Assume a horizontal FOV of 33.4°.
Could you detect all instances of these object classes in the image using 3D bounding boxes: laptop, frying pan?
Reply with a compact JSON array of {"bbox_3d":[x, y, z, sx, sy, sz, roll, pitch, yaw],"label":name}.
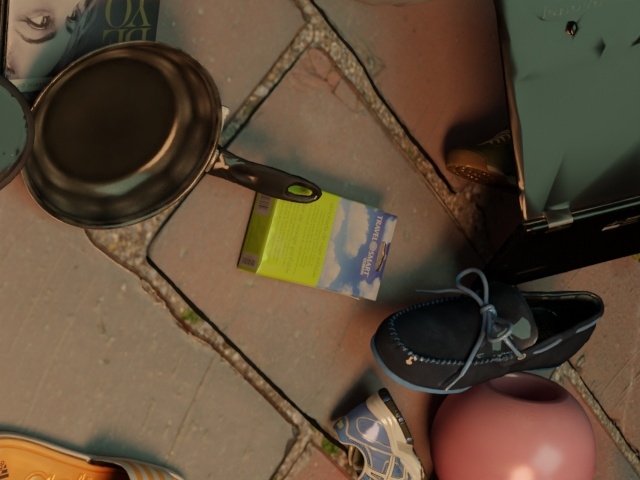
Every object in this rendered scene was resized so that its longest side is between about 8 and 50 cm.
[{"bbox_3d":[0.368,-0.139,1.270,0.382,0.408,0.236,-13,73,-10],"label":"laptop"},{"bbox_3d":[-0.130,-0.108,1.017,0.326,0.053,0.197,-11,129,-32],"label":"frying pan"}]

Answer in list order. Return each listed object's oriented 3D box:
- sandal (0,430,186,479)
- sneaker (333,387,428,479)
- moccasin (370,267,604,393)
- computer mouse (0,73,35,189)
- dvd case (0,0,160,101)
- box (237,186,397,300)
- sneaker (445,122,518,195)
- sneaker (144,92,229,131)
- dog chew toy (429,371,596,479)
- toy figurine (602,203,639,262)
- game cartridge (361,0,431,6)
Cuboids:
[{"bbox_3d":[-0.222,0.259,1.036,0.265,0.076,0.102,27,81,-40],"label":"sandal"},{"bbox_3d":[0.079,0.271,1.303,0.081,0.080,0.211,-26,120,-3],"label":"sneaker"},{"bbox_3d":[0.207,0.094,1.292,0.342,0.137,0.117,-7,146,-42],"label":"moccasin"},{"bbox_3d":[-0.372,-0.090,0.857,0.272,0.072,0.188,-4,103,-27],"label":"computer mouse"},{"bbox_3d":[-0.205,-0.234,0.942,0.165,0.018,0.221,-15,124,-47],"label":"dvd case"},{"bbox_3d":[0.000,0.000,1.193,0.178,0.042,0.109,16,89,-41],"label":"box"},{"bbox_3d":[0.232,-0.113,1.357,0.192,0.064,0.086,14,82,-41],"label":"sneaker"},{"bbox_3d":[-0.138,-0.121,1.058,0.109,0.040,0.043,9,95,-40],"label":"sneaker"},{"bbox_3d":[0.228,0.337,1.356,0.207,0.207,0.331,-4,109,-39],"label":"dog chew toy"},{"bbox_3d":[0.490,-0.099,1.435,0.362,0.217,0.191,36,52,-45],"label":"toy figurine"},{"bbox_3d":[0.028,-0.300,1.057,0.297,0.198,0.062,9,82,-41],"label":"game cartridge"}]
